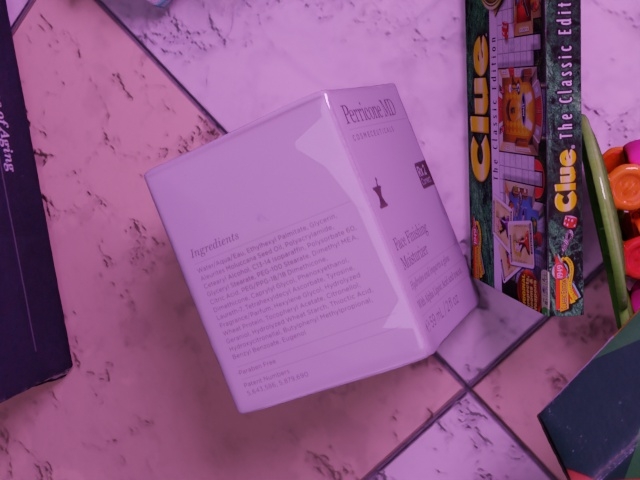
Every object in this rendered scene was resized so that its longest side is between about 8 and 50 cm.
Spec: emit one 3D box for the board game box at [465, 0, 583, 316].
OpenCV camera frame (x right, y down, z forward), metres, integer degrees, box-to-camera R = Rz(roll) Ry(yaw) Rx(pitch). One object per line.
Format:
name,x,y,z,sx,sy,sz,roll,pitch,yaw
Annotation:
board game box,0.131,-0.090,0.615,0.030,0.136,0.260,-4,99,-9

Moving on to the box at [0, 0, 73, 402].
box,-0.470,-0.055,0.680,0.297,0.471,0.480,-5,98,24

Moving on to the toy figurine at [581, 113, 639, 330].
toy figurine,0.259,-0.013,0.592,0.159,0.130,0.173,-12,106,14

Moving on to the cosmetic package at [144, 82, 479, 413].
cosmetic package,0.000,0.000,0.671,0.151,0.151,0.184,-21,93,24

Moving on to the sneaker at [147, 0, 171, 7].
sneaker,-0.117,-0.229,0.728,0.212,0.080,0.094,9,115,28

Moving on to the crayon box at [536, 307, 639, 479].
crayon box,0.309,0.055,0.541,0.202,0.081,0.319,27,113,-21
